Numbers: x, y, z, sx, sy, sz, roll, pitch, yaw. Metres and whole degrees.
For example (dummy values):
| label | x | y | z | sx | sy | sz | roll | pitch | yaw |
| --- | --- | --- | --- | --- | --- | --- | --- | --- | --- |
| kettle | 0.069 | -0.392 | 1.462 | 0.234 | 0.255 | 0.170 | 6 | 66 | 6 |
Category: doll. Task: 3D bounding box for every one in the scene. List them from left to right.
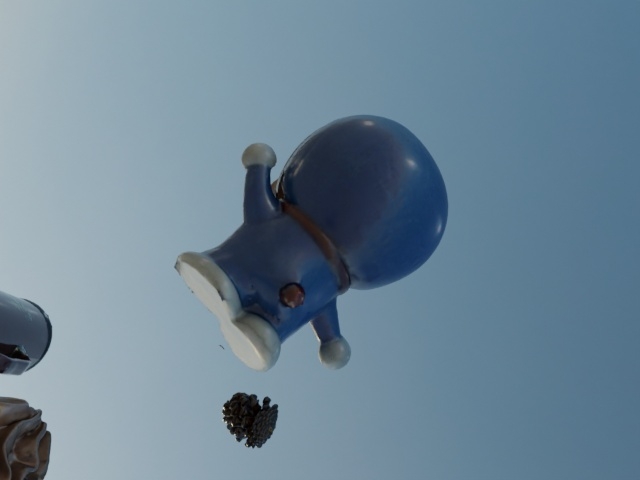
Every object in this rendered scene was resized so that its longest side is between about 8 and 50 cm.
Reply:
| label | x | y | z | sx | sy | sz | roll | pitch | yaw |
| --- | --- | --- | --- | --- | --- | --- | --- | --- | --- |
| doll | 0.000 | 0.000 | 0.724 | 0.257 | 0.215 | 0.161 | -35 | -162 | -17 |

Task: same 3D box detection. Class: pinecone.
| label | x | y | z | sx | sy | sz | roll | pitch | yaw |
| --- | --- | --- | --- | --- | --- | --- | --- | --- | --- |
| pinecone | -0.101 | 0.251 | 1.103 | 0.083 | 0.077 | 0.077 | 16 | -105 | 26 |

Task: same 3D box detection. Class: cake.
| label | x | y | z | sx | sy | sz | roll | pitch | yaw |
| --- | --- | --- | --- | --- | --- | --- | --- | --- | --- |
| cake | -0.382 | 0.252 | 0.865 | 0.178 | 0.185 | 0.207 | -41 | 173 | -16 |

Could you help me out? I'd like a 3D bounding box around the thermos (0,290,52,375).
| label | x | y | z | sx | sy | sz | roll | pitch | yaw |
| --- | --- | --- | --- | --- | --- | --- | --- | --- | --- |
| thermos | -0.422 | 0.114 | 0.940 | 0.110 | 0.330 | 0.136 | -22 | -100 | -6 |
